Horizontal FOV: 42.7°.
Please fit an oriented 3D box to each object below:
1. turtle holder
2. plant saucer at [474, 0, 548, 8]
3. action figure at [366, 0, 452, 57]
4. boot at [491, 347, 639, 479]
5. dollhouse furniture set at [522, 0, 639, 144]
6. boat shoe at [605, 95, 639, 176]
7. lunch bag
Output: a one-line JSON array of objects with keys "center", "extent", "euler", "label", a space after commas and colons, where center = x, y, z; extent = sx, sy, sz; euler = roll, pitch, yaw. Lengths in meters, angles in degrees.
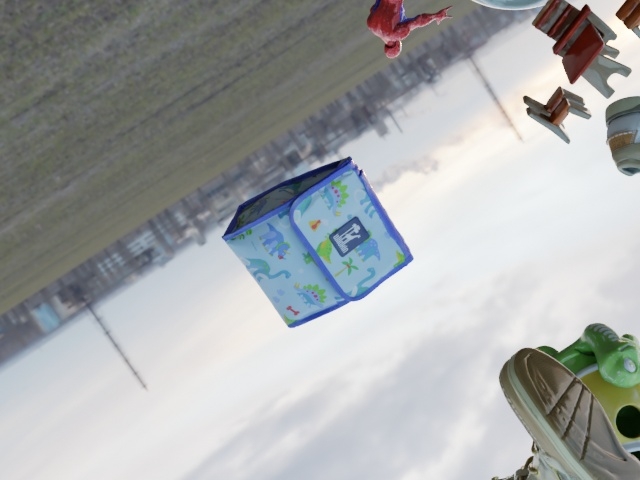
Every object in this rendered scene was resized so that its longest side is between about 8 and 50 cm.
[{"center": [0.505, 0.286, 1.426], "extent": [0.227, 0.244, 0.320], "euler": [-103, -148, -48], "label": "turtle holder"}, {"center": [0.473, -0.667, 1.997], "extent": [0.400, 0.401, 0.100], "euler": [-25, -129, 58], "label": "plant saucer"}, {"center": [0.138, -0.430, 1.307], "extent": [0.139, 0.280, 0.091], "euler": [-32, -131, -30], "label": "action figure"}, {"center": [0.234, 0.253, 0.904], "extent": [0.203, 0.262, 0.095], "euler": [-35, -172, 44], "label": "boot"}, {"center": [0.449, -0.339, 1.427], "extent": [0.262, 0.135, 0.259], "euler": [-55, -173, 27], "label": "dollhouse furniture set"}, {"center": [0.550, -0.125, 1.166], "extent": [0.303, 0.103, 0.113], "euler": [6, 164, -4], "label": "boat shoe"}, {"center": [0.000, 0.000, 0.829], "extent": [0.151, 0.128, 0.096], "euler": [-26, -158, 20], "label": "lunch bag"}]
